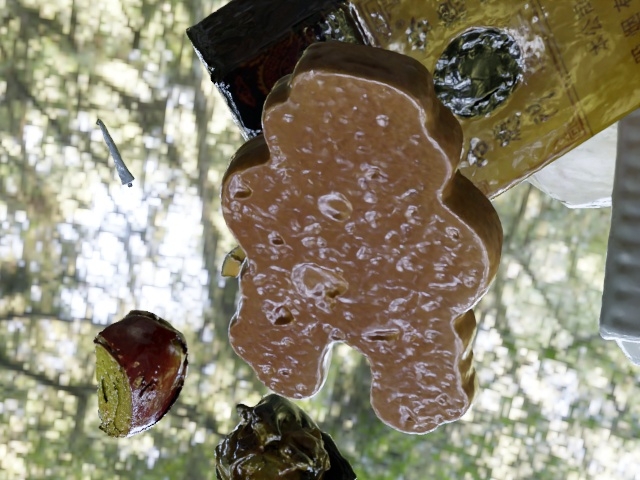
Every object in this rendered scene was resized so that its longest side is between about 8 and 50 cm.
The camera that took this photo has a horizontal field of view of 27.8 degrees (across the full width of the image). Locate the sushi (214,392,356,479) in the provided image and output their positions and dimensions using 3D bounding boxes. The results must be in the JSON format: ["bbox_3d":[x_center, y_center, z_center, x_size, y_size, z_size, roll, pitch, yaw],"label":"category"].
[{"bbox_3d":[-0.065,0.346,1.956,0.200,0.213,0.204,31,-169,26],"label":"sushi"}]

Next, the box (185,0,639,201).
[{"bbox_3d":[0.122,-0.169,1.116,0.415,0.264,0.116,-32,-142,-2],"label":"box"}]

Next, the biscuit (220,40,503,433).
[{"bbox_3d":[0.027,0.005,0.909,0.202,0.334,0.047,13,-135,14],"label":"biscuit"}]

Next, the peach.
[{"bbox_3d":[-0.223,0.172,1.604,0.092,0.172,0.127,22,-168,29],"label":"peach"}]

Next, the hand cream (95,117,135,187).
[{"bbox_3d":[-0.252,-0.108,1.592,0.019,0.093,0.030,-22,-167,3],"label":"hand cream"}]

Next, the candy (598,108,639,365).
[{"bbox_3d":[0.394,-0.050,1.248,0.208,0.359,0.145,0,162,25],"label":"candy"}]

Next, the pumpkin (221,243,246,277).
[{"bbox_3d":[0.001,0.000,1.670,0.190,0.280,0.139,44,-127,13],"label":"pumpkin"}]

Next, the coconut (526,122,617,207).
[{"bbox_3d":[0.402,-0.217,1.892,0.352,0.353,0.352,9,-162,-3],"label":"coconut"}]
